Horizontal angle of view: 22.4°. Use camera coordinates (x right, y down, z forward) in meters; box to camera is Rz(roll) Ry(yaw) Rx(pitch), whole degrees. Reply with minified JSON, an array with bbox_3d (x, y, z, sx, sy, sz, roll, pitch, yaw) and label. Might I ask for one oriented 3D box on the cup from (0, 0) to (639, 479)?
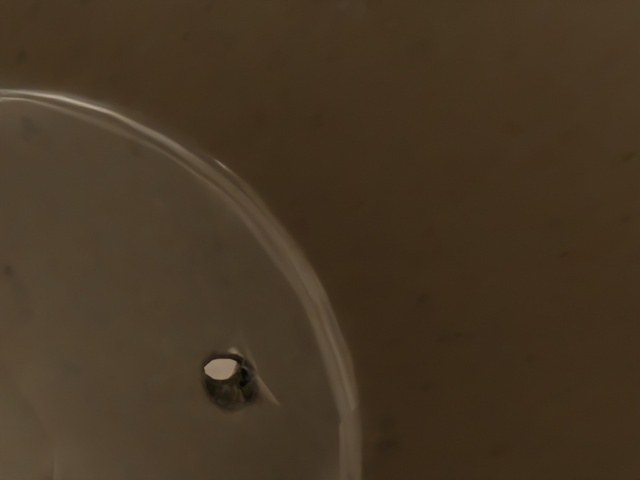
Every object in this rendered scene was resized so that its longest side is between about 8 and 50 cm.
[{"bbox_3d":[0.000,0.000,0.312,0.331,0.331,0.237,20,147,-28],"label":"cup"}]
